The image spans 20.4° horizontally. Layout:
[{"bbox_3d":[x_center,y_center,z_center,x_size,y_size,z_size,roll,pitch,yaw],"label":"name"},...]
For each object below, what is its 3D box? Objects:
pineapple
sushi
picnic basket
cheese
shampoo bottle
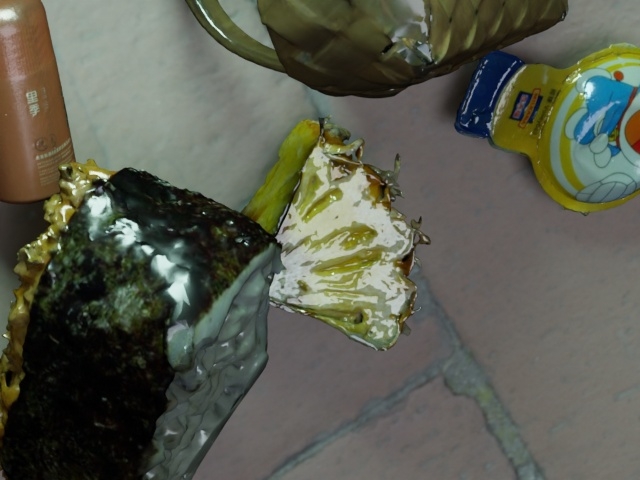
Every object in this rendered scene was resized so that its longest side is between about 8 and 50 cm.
[{"bbox_3d":[0.000,0.000,1.660,0.186,0.114,0.236,-26,111,-10],"label":"pineapple"},{"bbox_3d":[-0.162,0.093,1.558,0.207,0.234,0.348,29,122,12],"label":"sushi"},{"bbox_3d":[0.008,-0.262,1.433,0.337,0.337,0.293,-8,105,-20],"label":"picnic basket"},{"bbox_3d":[0.251,-0.114,1.724,0.270,0.069,0.177,13,108,-28],"label":"cheese"},{"bbox_3d":[-0.259,-0.151,1.475,0.085,0.085,0.244,-15,121,-17],"label":"shampoo bottle"}]
